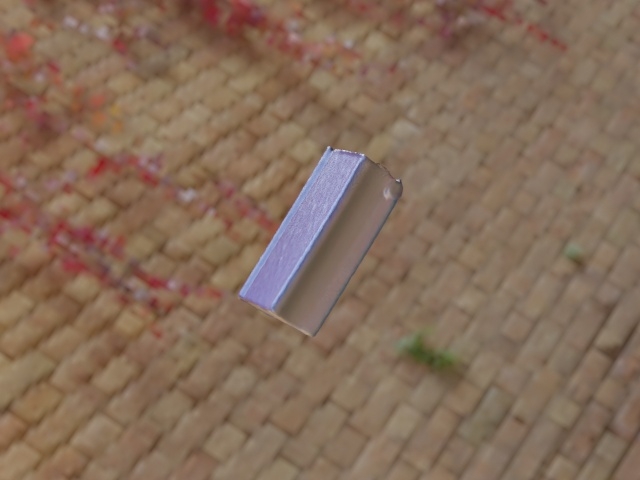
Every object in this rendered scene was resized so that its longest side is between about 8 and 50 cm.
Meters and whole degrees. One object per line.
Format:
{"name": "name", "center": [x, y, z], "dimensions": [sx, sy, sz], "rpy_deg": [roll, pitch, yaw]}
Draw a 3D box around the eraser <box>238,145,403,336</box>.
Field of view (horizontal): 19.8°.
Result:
{"name": "eraser", "center": [0.000, 0.000, 0.850], "dimensions": [0.085, 0.027, 0.063], "rpy_deg": [-59, 17, -4]}
